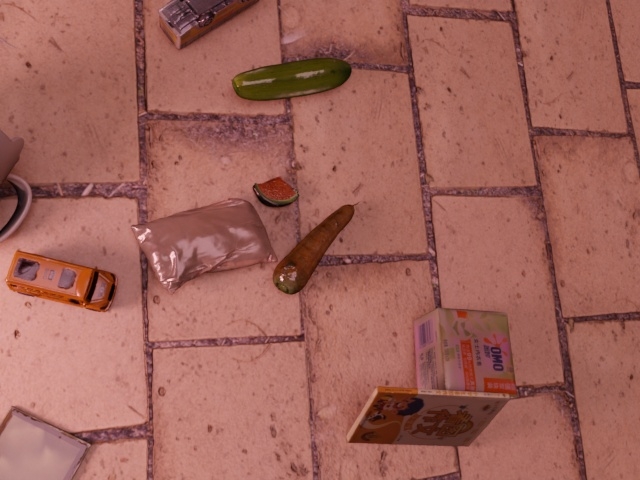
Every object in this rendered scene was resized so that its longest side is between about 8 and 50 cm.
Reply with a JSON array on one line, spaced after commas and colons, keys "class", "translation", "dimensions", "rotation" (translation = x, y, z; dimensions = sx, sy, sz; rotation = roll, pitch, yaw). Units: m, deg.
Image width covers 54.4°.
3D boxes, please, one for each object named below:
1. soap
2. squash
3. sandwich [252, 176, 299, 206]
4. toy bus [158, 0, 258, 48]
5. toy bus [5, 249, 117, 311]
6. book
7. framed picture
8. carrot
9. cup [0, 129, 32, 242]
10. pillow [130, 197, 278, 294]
[{"class": "soap", "translation": [0.317, 0.258, 1.381], "dimensions": [0.182, 0.138, 0.199], "rotation": [7, 65, -17]}, {"class": "squash", "translation": [-0.067, -0.375, 1.450], "dimensions": [0.293, 0.082, 0.082], "rotation": [-14, 82, -17]}, {"class": "sandwich", "translation": [-0.098, -0.107, 1.412], "dimensions": [0.101, 0.026, 0.069], "rotation": [-19, 80, -23]}, {"class": "toy bus", "translation": [-0.240, -0.543, 1.423], "dimensions": [0.268, 0.106, 0.092], "rotation": [-39, 91, -18]}, {"class": "toy bus", "translation": [-0.500, 0.079, 1.214], "dimensions": [0.195, 0.088, 0.083], "rotation": [15, 73, -13]}, {"class": "book", "translation": [0.224, 0.376, 1.316], "dimensions": [0.296, 0.208, 0.020], "rotation": [7, 43, -15]}, {"class": "framed picture", "translation": [-0.561, 0.449, 1.155], "dimensions": [0.173, 0.010, 0.231], "rotation": [31, 71, -8]}, {"class": "carrot", "translation": [0.000, 0.000, 1.400], "dimensions": [0.078, 0.078, 0.298], "rotation": [43, 64, -4]}, {"class": "cup", "translation": [-0.687, -0.109, 1.150], "dimensions": [0.290, 0.219, 0.257], "rotation": [40, 67, -39]}, {"class": "pillow", "translation": [-0.242, 0.008, 1.320], "dimensions": [0.270, 0.067, 0.173], "rotation": [-18, 78, -20]}]
